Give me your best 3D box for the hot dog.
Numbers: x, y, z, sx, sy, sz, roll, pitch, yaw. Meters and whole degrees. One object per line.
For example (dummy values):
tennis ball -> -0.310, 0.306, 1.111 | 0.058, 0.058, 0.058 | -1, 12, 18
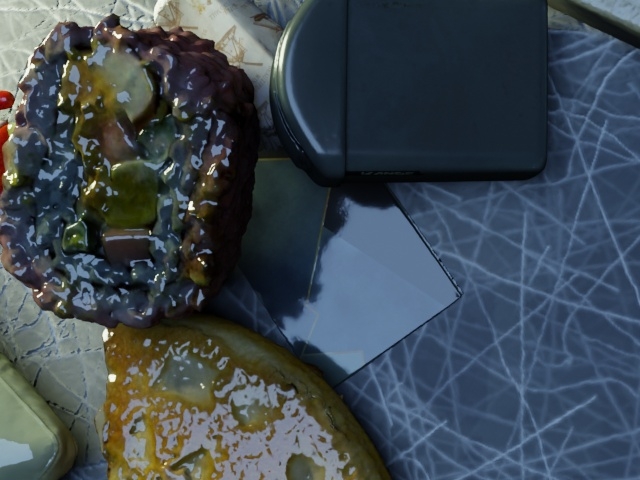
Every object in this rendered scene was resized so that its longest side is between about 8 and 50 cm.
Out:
hot dog -> -0.080, -0.173, 1.209 | 0.108, 0.059, 0.191 | -46, 76, 16

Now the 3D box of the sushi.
sushi -> -0.169, -0.065, 1.136 | 0.237, 0.171, 0.270 | 12, 103, 11

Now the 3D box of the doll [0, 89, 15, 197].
doll -> -0.382, -0.102, 1.282 | 0.245, 0.076, 0.142 | 23, 91, 13

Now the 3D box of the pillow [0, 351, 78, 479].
pillow -> -0.412, 0.170, 1.238 | 0.255, 0.120, 0.322 | -45, 75, 9

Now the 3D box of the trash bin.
trash bin -> 0.074, -0.134, 1.113 | 0.236, 0.101, 0.176 | 2, 83, -3

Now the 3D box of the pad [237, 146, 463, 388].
pad -> 0.000, 0.000, 1.198 | 0.164, 0.004, 0.243 | -37, 77, 10

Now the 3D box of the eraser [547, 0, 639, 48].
eraser -> 0.229, -0.258, 1.118 | 0.352, 0.077, 0.111 | 29, 92, 16

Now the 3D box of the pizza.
pizza -> -0.072, 0.237, 1.139 | 0.409, 0.114, 0.277 | 43, 96, 16
